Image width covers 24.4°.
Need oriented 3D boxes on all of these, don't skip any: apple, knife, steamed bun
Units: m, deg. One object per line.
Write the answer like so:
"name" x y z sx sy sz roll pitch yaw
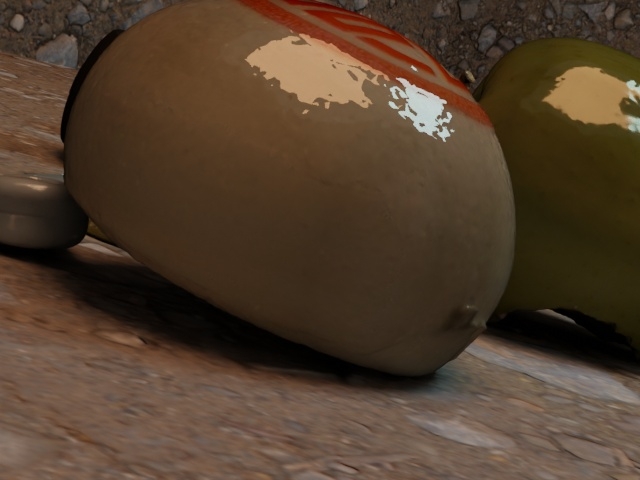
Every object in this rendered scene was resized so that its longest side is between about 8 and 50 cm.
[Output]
"apple" 0.209 -0.032 1.196 0.279 0.279 0.279 15 7 -2
"knife" -0.203 -0.033 1.042 0.080 0.044 0.331 6 6 -10
"steamed bun" -0.006 -0.051 0.889 0.283 0.177 0.283 25 8 -4

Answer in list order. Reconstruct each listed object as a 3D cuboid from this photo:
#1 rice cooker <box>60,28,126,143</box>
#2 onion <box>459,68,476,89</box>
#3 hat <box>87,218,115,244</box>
"rice cooker" -0.190 -0.135 1.484 0.118 0.142 0.203 26 5 -24
"onion" 0.163 -0.096 1.867 0.207 0.201 0.200 -19 -18 40
"hat" -0.107 -0.029 1.096 0.146 0.067 0.146 15 6 -2
